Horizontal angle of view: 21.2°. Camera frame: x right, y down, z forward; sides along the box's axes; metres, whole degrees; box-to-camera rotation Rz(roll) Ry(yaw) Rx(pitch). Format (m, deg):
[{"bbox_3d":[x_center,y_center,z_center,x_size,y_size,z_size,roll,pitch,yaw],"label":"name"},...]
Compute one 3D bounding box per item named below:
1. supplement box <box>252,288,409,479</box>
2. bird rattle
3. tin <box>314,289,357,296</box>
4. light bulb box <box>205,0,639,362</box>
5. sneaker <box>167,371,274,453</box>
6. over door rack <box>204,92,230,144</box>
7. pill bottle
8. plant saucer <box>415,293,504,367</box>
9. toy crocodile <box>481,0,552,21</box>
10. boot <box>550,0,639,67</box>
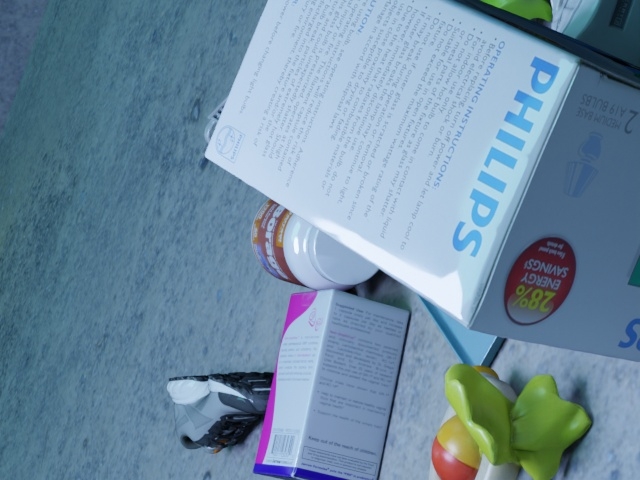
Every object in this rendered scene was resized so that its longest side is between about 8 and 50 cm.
[{"bbox_3d":[0.012,0.176,1.995,0.111,0.114,0.220,-8,69,63],"label":"supplement box"},{"bbox_3d":[0.163,0.236,1.708,0.207,0.143,0.253,-108,29,-67],"label":"bird rattle"},{"bbox_3d":[0.002,0.147,2.123,0.106,0.040,0.189,-12,64,56],"label":"tin"},{"bbox_3d":[0.164,-0.073,1.484,0.361,0.358,0.225,33,105,45],"label":"light bulb box"},{"bbox_3d":[-0.120,0.227,2.261,0.271,0.100,0.108,163,107,-63],"label":"sneaker"},{"bbox_3d":[-0.007,-0.229,2.312,0.324,0.108,0.239,-57,27,0],"label":"over door rack"},{"bbox_3d":[0.000,0.000,2.091,0.216,0.121,0.121,-170,96,-71],"label":"pill bottle"},{"bbox_3d":[0.154,0.077,1.885,0.067,0.018,0.192,-63,28,19],"label":"plant saucer"},{"bbox_3d":[0.154,-0.143,1.944,0.340,0.105,0.115,-69,26,18],"label":"toy crocodile"},{"bbox_3d":[0.277,-0.220,1.765,0.258,0.095,0.123,-64,18,3],"label":"boot"}]
